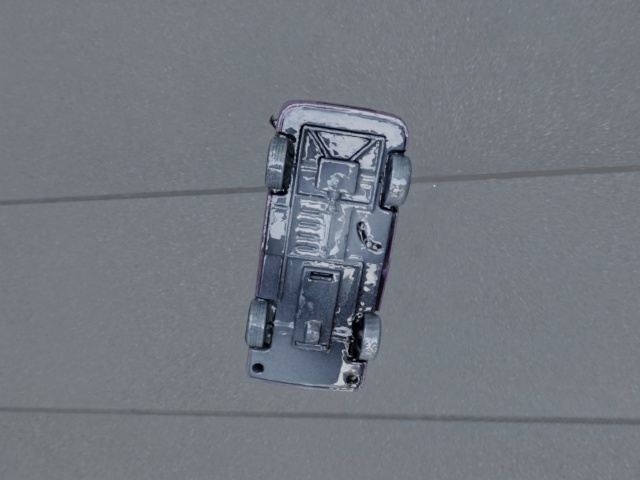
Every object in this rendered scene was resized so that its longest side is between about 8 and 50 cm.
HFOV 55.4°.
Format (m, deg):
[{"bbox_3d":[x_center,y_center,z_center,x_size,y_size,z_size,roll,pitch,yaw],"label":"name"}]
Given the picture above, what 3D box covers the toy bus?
[{"bbox_3d":[0.000,0.000,0.395,0.086,0.098,0.178,8,107,-3],"label":"toy bus"}]
